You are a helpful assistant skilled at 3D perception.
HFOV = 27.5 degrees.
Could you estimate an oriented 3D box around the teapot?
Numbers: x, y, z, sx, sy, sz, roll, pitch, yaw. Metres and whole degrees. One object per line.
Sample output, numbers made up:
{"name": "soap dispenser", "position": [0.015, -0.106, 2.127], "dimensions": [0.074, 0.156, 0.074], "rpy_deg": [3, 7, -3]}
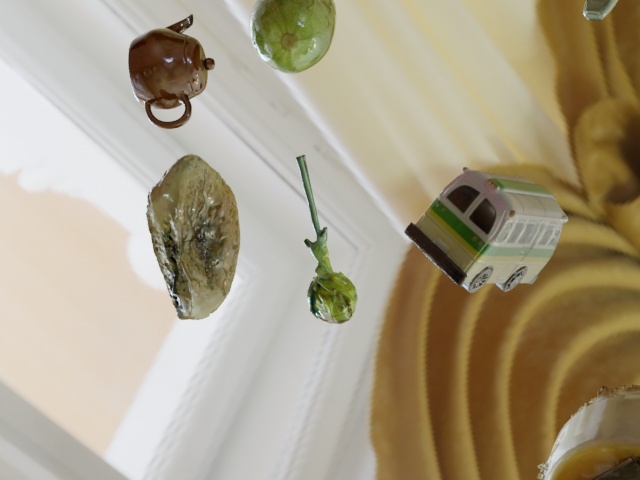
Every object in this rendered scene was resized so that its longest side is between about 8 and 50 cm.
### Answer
{"name": "teapot", "position": [-0.194, -0.226, 1.749], "dimensions": [0.116, 0.116, 0.173], "rpy_deg": [-24, -122, 40]}

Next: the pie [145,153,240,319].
{"name": "pie", "position": [-0.162, -0.010, 1.734], "dimensions": [0.052, 0.218, 0.185], "rpy_deg": [-4, -156, 24]}

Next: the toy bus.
{"name": "toy bus", "position": [0.297, -0.023, 2.215], "dimensions": [0.143, 0.305, 0.179], "rpy_deg": [45, -70, 26]}

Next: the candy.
{"name": "candy", "position": [-0.003, 0.001, 1.938], "dimensions": [0.077, 0.262, 0.073], "rpy_deg": [-8, -166, 21]}

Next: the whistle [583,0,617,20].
{"name": "whistle", "position": [0.497, -0.455, 2.195], "dimensions": [0.114, 0.077, 0.235], "rpy_deg": [12, -128, 30]}

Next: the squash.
{"name": "squash", "position": [-0.033, -0.316, 1.834], "dimensions": [0.118, 0.118, 0.370], "rpy_deg": [-39, -167, 16]}

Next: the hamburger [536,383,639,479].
{"name": "hamburger", "position": [0.396, 0.302, 1.543], "dimensions": [0.294, 0.276, 0.179], "rpy_deg": [-43, -179, 36]}
